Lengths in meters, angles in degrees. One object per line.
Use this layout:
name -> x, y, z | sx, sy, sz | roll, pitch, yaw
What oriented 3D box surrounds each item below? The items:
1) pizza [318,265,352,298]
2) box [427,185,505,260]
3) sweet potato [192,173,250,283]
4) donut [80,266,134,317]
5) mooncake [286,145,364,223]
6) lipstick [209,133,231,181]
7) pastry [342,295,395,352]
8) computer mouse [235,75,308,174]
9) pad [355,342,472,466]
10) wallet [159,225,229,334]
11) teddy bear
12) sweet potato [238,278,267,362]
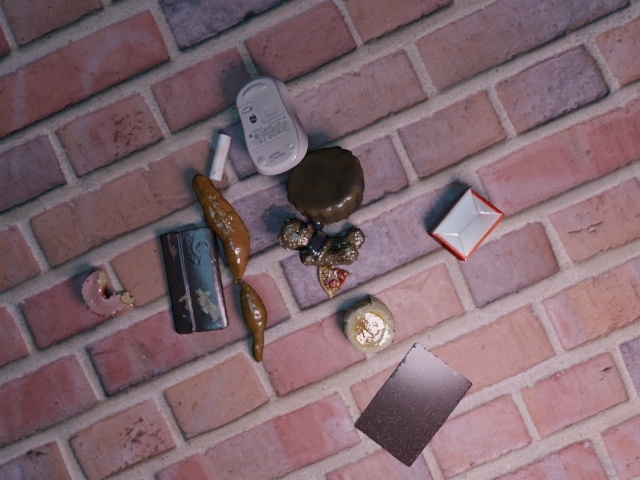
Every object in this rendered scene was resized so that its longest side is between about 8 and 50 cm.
pizza -> 0.029, 0.111, 1.238 | 0.099, 0.029, 0.100 | 41, 91, 2
box -> 0.428, -0.047, 1.195 | 0.133, 0.099, 0.182 | 38, 93, 4
sweet potato -> -0.282, -0.048, 1.214 | 0.106, 0.095, 0.355 | -22, 91, 19
donut -> -0.663, 0.174, 1.237 | 0.117, 0.065, 0.166 | -41, 88, 0
mooncake -> 0.019, -0.154, 1.163 | 0.228, 0.124, 0.228 | -6, 65, 14
lipstick -> -0.309, -0.254, 1.240 | 0.040, 0.040, 0.141 | 13, 91, 1
pastry -> 0.147, 0.256, 1.208 | 0.165, 0.088, 0.166 | 0, 92, -2
computer mouse -> -0.145, -0.332, 1.189 | 0.184, 0.121, 0.297 | -26, 82, 10
pad -> 0.286, 0.507, 1.245 | 0.220, 0.004, 0.330 | 37, 91, 1
wallet -> -0.389, 0.125, 1.241 | 0.170, 0.044, 0.322 | -8, 90, 0
teddy bear -> -0.003, 0.016, 1.196 | 0.251, 0.182, 0.129 | 18, 127, 0
sweet potato -> -0.195, 0.244, 1.223 | 0.074, 0.075, 0.270 | -9, 98, 1
